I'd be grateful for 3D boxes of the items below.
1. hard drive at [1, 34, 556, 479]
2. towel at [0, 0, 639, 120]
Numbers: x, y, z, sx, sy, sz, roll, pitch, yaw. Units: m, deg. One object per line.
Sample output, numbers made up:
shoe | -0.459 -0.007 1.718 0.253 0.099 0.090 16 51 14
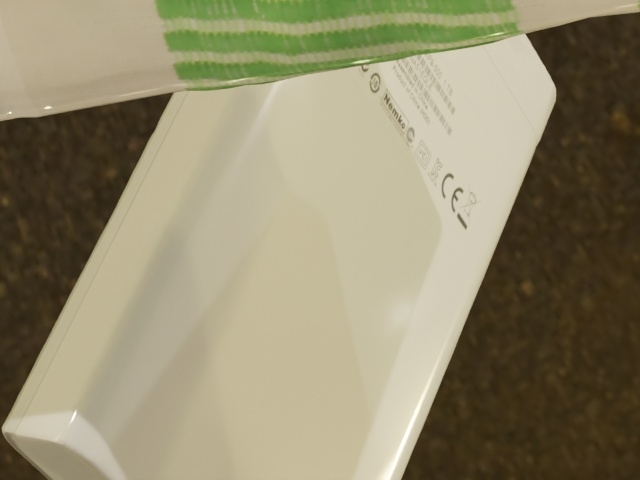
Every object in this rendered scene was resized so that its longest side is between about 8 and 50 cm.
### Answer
hard drive | 0.000 0.000 0.948 0.047 0.353 0.233 4 147 35
towel | -0.095 -0.121 0.384 0.325 0.038 0.248 -9 126 11
